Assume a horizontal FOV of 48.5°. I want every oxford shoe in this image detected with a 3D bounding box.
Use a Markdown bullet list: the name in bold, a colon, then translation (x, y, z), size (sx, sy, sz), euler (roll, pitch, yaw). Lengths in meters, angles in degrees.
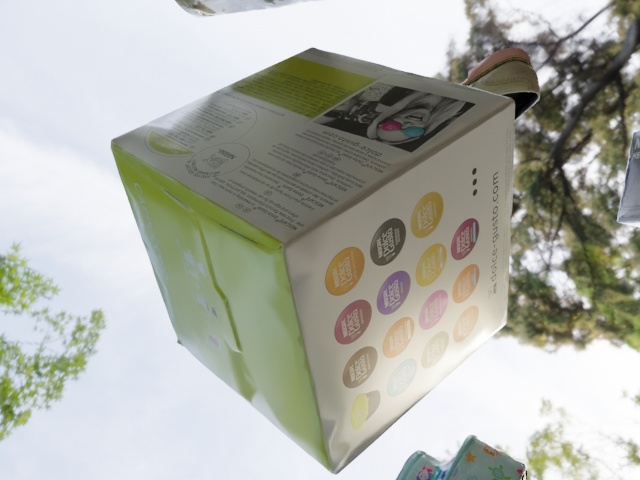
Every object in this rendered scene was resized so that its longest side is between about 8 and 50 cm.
- **oxford shoe**: translation (0.303, -0.248, 1.557), size (0.140, 0.397, 0.147), euler (27, -143, -30)

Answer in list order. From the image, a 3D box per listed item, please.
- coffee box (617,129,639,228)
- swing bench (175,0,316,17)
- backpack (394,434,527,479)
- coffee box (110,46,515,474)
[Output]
- **coffee box**: translation (0.498, -0.083, 0.917), size (0.098, 0.246, 0.141), euler (12, -90, -4)
- **swing bench**: translation (-0.125, -0.490, 1.161), size (0.165, 0.253, 0.255), euler (-62, -37, -45)
- **backpack**: translation (0.188, 0.404, 1.011), size (0.191, 0.225, 0.254), euler (31, -107, 27)
- **coffee box**: translation (0.000, 0.000, 0.882), size (0.334, 0.338, 0.338), euler (-33, -138, -28)
